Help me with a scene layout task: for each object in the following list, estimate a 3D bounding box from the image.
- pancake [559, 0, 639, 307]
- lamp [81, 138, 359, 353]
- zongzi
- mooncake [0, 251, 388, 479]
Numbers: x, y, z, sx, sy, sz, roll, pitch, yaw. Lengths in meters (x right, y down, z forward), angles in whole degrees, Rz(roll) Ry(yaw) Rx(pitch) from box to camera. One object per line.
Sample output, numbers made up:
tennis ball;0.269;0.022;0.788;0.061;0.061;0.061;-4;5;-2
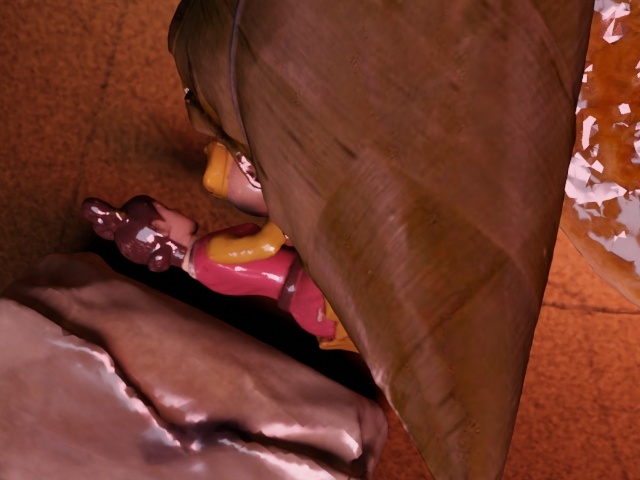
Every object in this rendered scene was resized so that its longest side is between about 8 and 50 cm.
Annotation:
pancake;0.266;-0.088;0.722;0.356;0.065;0.356;5;113;12
lamp;0.000;0.000;0.823;0.253;0.118;0.118;22;120;8
zongzi;0.066;-0.105;0.611;0.160;0.360;0.323;10;124;-22
mooncake;-0.110;0.147;0.911;0.250;0.136;0.254;29;116;-1
